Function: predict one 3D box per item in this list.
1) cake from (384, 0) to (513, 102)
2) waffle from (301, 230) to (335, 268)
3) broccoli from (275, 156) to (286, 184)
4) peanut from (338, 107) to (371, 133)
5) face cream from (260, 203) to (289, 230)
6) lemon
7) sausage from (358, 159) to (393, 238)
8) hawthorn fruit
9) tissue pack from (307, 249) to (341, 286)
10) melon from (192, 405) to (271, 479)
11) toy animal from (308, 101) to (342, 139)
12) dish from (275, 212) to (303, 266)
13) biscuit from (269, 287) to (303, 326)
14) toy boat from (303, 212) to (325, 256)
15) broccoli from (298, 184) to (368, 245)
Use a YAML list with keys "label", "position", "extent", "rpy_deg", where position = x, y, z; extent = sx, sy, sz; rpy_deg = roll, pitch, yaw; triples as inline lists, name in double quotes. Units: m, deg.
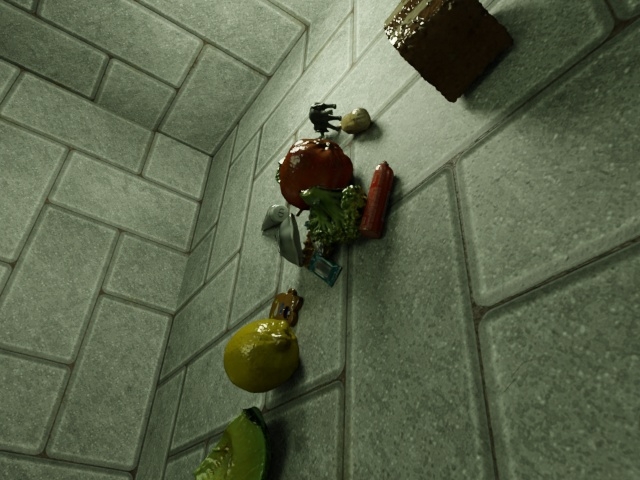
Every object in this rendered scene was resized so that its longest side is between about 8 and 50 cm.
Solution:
- label: "cake"
  position: [0.370, -0.615, 1.501]
  extent: [0.256, 0.282, 0.290]
  rpy_deg: [-40, 31, 31]
- label: "waffle"
  position: [0.000, 0.000, 1.936]
  extent: [0.231, 0.051, 0.228]
  rpy_deg: [-52, 30, 29]
- label: "broccoli"
  position: [-0.138, -0.332, 2.399]
  extent: [0.162, 0.138, 0.145]
  rpy_deg: [-13, 53, 13]
- label: "peanut"
  position: [0.139, -0.466, 2.009]
  extent: [0.214, 0.100, 0.099]
  rpy_deg: [-5, 64, 66]
- label: "face cream"
  position: [-0.225, -0.118, 2.447]
  extent: [0.143, 0.089, 0.314]
  rpy_deg: [-70, 15, -9]
- label: "lemon"
  position: [-0.200, 0.397, 1.766]
  extent: [0.320, 0.245, 0.245]
  rpy_deg: [-39, 37, 39]
- label: "sausage"
  position: [0.190, -0.142, 1.663]
  extent: [0.074, 0.074, 0.274]
  rpy_deg: [-15, 55, 58]
- label: "hawthorn fruit"
  position: [-0.032, -0.226, 1.950]
  extent: [0.287, 0.287, 0.330]
  rpy_deg: [-108, 36, -54]
- label: "tissue pack"
  position: [0.014, 0.099, 1.813]
  extent: [0.138, 0.028, 0.085]
  rpy_deg: [36, 110, 40]
- label: "melon"
  position: [-0.272, 0.727, 1.675]
  extent: [0.343, 0.226, 0.331]
  rpy_deg: [-48, 17, 8]
- label: "toy animal"
  position: [0.022, -0.520, 2.249]
  extent: [0.269, 0.137, 0.082]
  rpy_deg: [72, -155, -65]
- label: "dish"
  position: [-0.125, 0.005, 1.988]
  extent: [0.229, 0.081, 0.229]
  rpy_deg: [-10, -90, -86]
- label: "biscuit"
  position: [-0.144, 0.274, 2.002]
  extent: [0.236, 0.039, 0.179]
  rpy_deg: [-13, 58, 61]
- label: "toy boat"
  position: [-0.009, -0.026, 1.847]
  extent: [0.084, 0.066, 0.210]
  rpy_deg: [-44, 41, 39]
- label: "broccoli"
  position: [0.050, -0.073, 1.702]
  extent: [0.243, 0.273, 0.180]
  rpy_deg: [-23, 71, 34]
